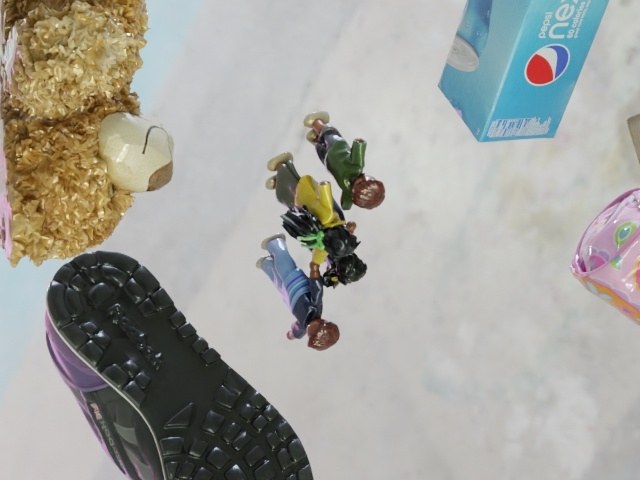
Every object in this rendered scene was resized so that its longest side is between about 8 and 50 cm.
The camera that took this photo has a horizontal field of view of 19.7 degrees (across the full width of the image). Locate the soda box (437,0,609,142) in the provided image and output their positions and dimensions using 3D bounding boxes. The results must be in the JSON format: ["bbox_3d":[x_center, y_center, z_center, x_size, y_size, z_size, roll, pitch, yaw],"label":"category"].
[{"bbox_3d":[0.151,-0.171,1.266,0.071,0.067,0.210,59,142,41],"label":"soda box"}]

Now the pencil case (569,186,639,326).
[{"bbox_3d":[0.367,0.074,1.719,0.124,0.284,0.124,-47,13,14],"label":"pencil case"}]

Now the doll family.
[{"bbox_3d":[0.000,0.000,1.422,0.111,0.076,0.193,52,153,37],"label":"doll family"}]

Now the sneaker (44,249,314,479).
[{"bbox_3d":[-0.102,0.143,1.345,0.283,0.107,0.124,55,153,15],"label":"sneaker"}]

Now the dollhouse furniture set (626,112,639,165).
[{"bbox_3d":[0.344,0.002,1.147,0.242,0.212,0.161,-22,47,15],"label":"dollhouse furniture set"}]

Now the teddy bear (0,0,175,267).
[{"bbox_3d":[-0.146,-0.154,1.133,0.245,0.113,0.338,162,105,-75],"label":"teddy bear"}]
